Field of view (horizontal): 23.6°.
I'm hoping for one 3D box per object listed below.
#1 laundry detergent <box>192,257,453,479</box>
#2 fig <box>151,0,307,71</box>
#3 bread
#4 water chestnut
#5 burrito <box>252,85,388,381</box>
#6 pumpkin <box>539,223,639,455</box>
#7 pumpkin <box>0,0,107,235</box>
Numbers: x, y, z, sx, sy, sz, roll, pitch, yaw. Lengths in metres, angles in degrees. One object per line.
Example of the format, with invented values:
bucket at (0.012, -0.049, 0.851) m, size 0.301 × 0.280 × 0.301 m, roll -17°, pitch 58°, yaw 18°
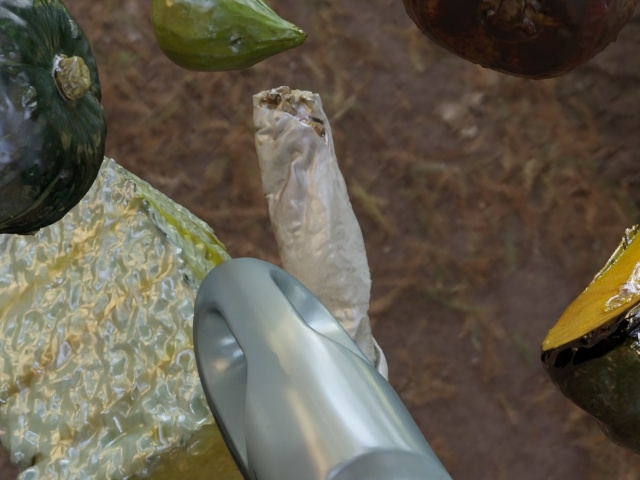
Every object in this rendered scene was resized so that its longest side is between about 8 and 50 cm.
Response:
laundry detergent at (0.012, 0.156, 1.047) m, size 0.125 × 0.398 × 0.264 m, roll -26°, pitch 104°, yaw -7°
fig at (-0.154, -0.312, 2.260) m, size 0.167 × 0.167 × 0.233 m, roll -19°, pitch 51°, yaw -44°
bread at (-0.173, 0.098, 1.470) m, size 0.264 × 0.239 × 0.395 m, roll 35°, pitch 20°, yaw -55°
water chestnut at (0.283, -0.394, 2.095) m, size 0.350 × 0.350 × 0.302 m, roll 31°, pitch 56°, yaw -21°
burrito at (0.000, 0.000, 1.781) m, size 0.076 × 0.117 × 0.392 m, roll -1°, pitch 74°, yaw -50°
pumpkin at (0.351, 0.089, 1.359) m, size 0.325 × 0.242 × 0.232 m, roll -39°, pitch 98°, yaw -31°
pumpkin at (-0.226, -0.098, 1.046) m, size 0.190 × 0.146 × 0.190 m, roll 47°, pitch 22°, yaw -25°
